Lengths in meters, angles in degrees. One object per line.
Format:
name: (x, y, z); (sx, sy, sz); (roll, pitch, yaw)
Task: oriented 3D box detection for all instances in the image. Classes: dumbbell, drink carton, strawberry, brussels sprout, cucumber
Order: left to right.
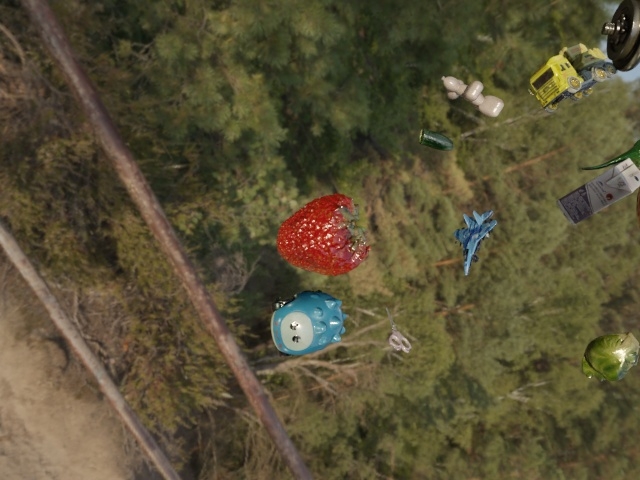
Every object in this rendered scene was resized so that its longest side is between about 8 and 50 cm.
strawberry: (0.000, 0.000, 1.947); (0.267, 0.351, 0.312); (-59, 132, -68)
cucumber: (0.337, -0.287, 1.490); (0.048, 0.105, 0.048); (-163, -90, -88)
drink carton: (0.894, -0.154, 1.650); (0.134, 0.222, 0.102); (-21, 76, -38)
brussels sprout: (0.936, 0.374, 1.665); (0.139, 0.181, 0.100); (45, 36, 16)
dumbbell: (0.863, -0.517, 1.306); (0.192, 0.290, 0.192); (8, 90, -86)

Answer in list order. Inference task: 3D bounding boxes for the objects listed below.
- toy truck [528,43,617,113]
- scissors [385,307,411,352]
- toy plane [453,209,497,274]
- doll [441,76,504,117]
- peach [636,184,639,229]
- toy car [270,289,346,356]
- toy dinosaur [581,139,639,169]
toy truck: (0.765, -0.514, 1.587); (0.272, 0.124, 0.157); (-25, 79, -26)
scissors: (0.260, 0.312, 1.824); (0.100, 0.015, 0.189); (19, 35, -33)
toy plane: (0.507, 0.010, 1.714); (0.078, 0.169, 0.246); (29, 60, -32)
doll: (0.420, -0.415, 1.464); (0.161, 0.059, 0.160); (26, 10, -28)
peach: (0.753, -0.079, 0.918); (0.370, 0.370, 0.370); (51, 26, -37)
toy car: (-0.027, 0.257, 1.611); (0.255, 0.190, 0.188); (-10, 95, -42)
toy dinosaur: (1.065, -0.313, 1.592); (0.301, 0.447, 0.087); (95, -20, -66)
